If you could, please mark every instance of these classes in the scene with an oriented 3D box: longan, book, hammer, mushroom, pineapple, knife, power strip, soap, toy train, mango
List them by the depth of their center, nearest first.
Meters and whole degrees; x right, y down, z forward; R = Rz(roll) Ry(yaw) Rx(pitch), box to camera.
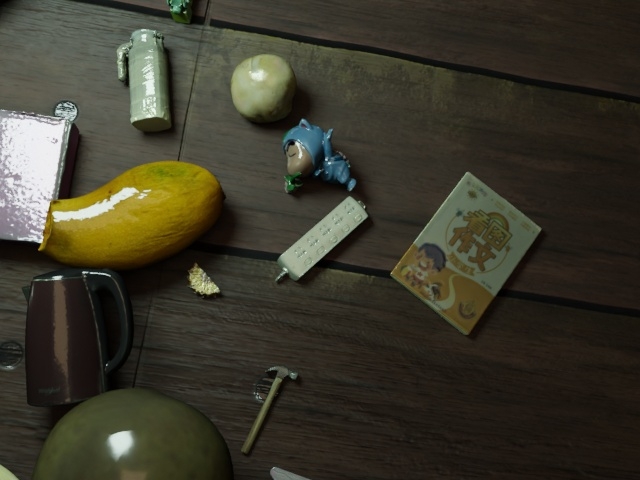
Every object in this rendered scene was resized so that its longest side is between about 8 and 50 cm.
[{"bbox_3d":[-0.316,0.431,1.067,0.360,0.361,0.361,1,78,-7],"label":"longan"},{"bbox_3d":[-0.352,-0.040,1.232,0.359,0.144,0.187,-24,115,-16],"label":"mango"},{"bbox_3d":[0.016,0.495,1.244,0.244,0.032,0.058,14,85,0],"label":"knife"},{"bbox_3d":[-0.588,-0.117,1.263,0.181,0.081,0.260,5,79,-6],"label":"soap"},{"bbox_3d":[-0.111,0.329,1.265,0.062,0.017,0.182,27,77,-1],"label":"hammer"},{"bbox_3d":[-0.242,0.086,1.298,0.045,0.019,0.083,-42,85,-19],"label":"pineapple"},{"bbox_3d":[0.000,0.000,1.340,0.252,0.027,0.060,-42,86,-13],"label":"power strip"},{"bbox_3d":[-0.118,-0.316,1.346,0.147,0.112,0.148,1,97,10],"label":"mushroom"},{"bbox_3d":[0.314,0.024,1.380,0.207,0.020,0.295,38,76,2],"label":"book"},{"bbox_3d":[-0.293,-0.531,1.384,0.050,0.081,0.122,9,76,4],"label":"toy train"}]

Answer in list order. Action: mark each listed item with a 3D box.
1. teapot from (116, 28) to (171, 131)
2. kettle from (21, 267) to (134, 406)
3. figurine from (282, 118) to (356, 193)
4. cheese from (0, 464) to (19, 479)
[{"bbox_3d":[-0.369,-0.331,1.341,0.107,0.077,0.201,-7,79,11],"label":"teapot"},{"bbox_3d":[-0.438,0.166,1.160,0.201,0.144,0.233,-4,91,10],"label":"kettle"},{"bbox_3d":[-0.011,-0.153,1.336,0.178,0.114,0.145,36,78,-8],"label":"figurine"},{"bbox_3d":[-0.560,0.473,1.161,0.251,0.054,0.127,18,80,-4],"label":"cheese"}]
